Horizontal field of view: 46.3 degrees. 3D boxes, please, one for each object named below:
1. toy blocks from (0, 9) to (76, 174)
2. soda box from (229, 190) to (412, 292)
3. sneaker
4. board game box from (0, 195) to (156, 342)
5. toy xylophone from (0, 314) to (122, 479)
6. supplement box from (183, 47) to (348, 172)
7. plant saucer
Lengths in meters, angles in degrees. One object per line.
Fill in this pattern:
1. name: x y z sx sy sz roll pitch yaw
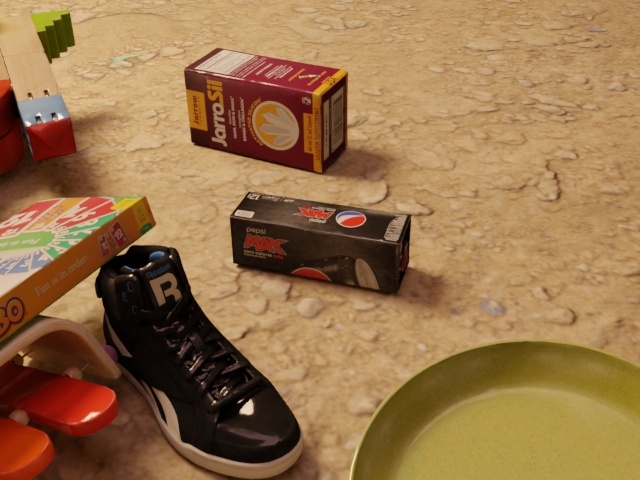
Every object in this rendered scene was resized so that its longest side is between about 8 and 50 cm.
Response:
1. toy blocks: -0.445 -0.135 0.848 0.381 0.191 0.261 -15 48 -21
2. soda box: 0.000 0.000 0.722 0.168 0.060 0.053 9 34 15
3. sneaker: -0.102 0.077 0.555 0.216 0.121 0.079 28 45 35
4. board game box: -0.246 0.037 0.538 0.124 0.039 0.259 0 31 30
5. toy xylophone: -0.302 0.135 0.500 0.236 0.081 0.322 10 35 40
6. supplement box: -0.066 -0.163 0.921 0.188 0.104 0.081 15 37 21
7. plant saucer: 0.138 0.163 0.474 0.240 0.037 0.241 -9 39 7
